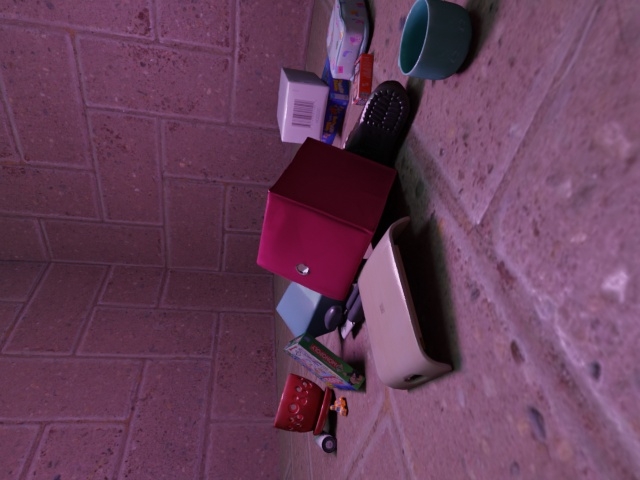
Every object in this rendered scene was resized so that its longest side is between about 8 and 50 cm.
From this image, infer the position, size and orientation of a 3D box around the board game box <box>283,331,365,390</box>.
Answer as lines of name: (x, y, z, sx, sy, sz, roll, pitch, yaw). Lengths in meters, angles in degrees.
board game box: (-0.002, 0.382, 1.310, 0.046, 0.213, 0.317, -51, -2, -22)

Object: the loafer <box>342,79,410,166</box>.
loafer: (0.137, -0.256, 1.096, 0.366, 0.133, 0.130, -58, 5, 48)

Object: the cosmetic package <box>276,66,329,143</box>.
cosmetic package: (-0.088, -0.577, 1.769, 0.453, 0.161, 0.230, -106, 23, -60)

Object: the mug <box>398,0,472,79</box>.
mug: (0.210, -0.366, 0.768, 0.158, 0.097, 0.129, -103, 20, -58)

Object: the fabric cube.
fabric cube: (0.015, -0.054, 1.056, 0.258, 0.254, 0.259, 108, -173, -46)

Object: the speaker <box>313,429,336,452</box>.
speaker: (0.015, 0.703, 1.470, 0.136, 0.055, 0.055, 129, 143, -70)

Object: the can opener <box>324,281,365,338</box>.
can opener: (0.079, 0.201, 1.224, 0.283, 0.095, 0.076, 108, 161, -51)

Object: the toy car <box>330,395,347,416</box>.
toy car: (0.055, 0.552, 1.362, 0.122, 0.040, 0.060, 108, 162, -49)

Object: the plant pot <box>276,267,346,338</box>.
plant pot: (-0.015, 0.195, 1.432, 0.166, 0.165, 0.234, 49, 132, 32)

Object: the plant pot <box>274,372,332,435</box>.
plant pot: (-0.060, 0.595, 1.500, 0.191, 0.174, 0.191, 18, -90, -87)

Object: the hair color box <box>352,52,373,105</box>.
hair color box: (0.134, -0.514, 1.341, 0.072, 0.043, 0.141, 179, 95, -78)

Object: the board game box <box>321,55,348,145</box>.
board game box: (0.034, -0.570, 1.775, 0.347, 0.078, 0.233, 119, 152, -65)

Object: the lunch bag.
lunch bag: (0.091, -0.710, 1.465, 0.224, 0.107, 0.279, 104, 166, -53)

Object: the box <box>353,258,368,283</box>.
box: (0.098, 0.087, 1.200, 0.052, 0.083, 0.062, -113, 29, -67)

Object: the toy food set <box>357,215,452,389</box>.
toy food set: (0.170, 0.136, 0.865, 0.220, 0.092, 0.306, 114, 149, -60)
